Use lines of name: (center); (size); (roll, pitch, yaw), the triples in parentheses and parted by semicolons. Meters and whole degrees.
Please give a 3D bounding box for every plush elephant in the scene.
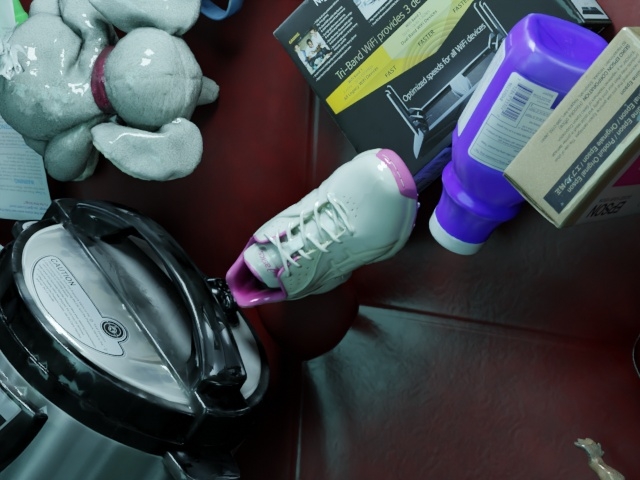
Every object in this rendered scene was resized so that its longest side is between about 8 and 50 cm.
plush elephant: (-0.237, -0.193, 2.108); (0.255, 0.330, 0.272); (9, 93, 13)

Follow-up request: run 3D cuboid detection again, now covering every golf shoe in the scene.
golf shoe: (0.000, 0.000, 1.982); (0.115, 0.140, 0.306); (59, 145, 10)

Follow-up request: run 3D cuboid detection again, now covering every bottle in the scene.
bottle: (0.200, -0.103, 1.869); (0.118, 0.092, 0.283); (17, 131, -12)

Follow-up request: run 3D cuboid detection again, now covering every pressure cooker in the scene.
pressure cooker: (-0.269, 0.171, 2.098); (0.370, 0.375, 0.420); (32, 115, -8)

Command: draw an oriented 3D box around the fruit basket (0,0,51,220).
fruit basket: (-0.484, -0.202, 2.337); (0.327, 0.165, 0.353); (4, 117, 38)

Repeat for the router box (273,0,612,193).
router box: (0.128, -0.234, 1.963); (0.309, 0.081, 0.243); (-42, 74, 29)

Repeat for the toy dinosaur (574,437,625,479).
toy dinosaur: (0.332, 0.342, 1.879); (0.295, 0.127, 0.200); (14, 110, 18)

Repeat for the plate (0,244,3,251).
plate: (-0.530, 0.071, 2.367); (0.278, 0.045, 0.277); (37, 109, 23)

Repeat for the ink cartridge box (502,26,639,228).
ink cartridge box: (0.315, -0.114, 1.765); (0.088, 0.234, 0.193); (47, 118, 20)

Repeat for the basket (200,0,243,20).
basket: (-0.173, -0.429, 2.071); (0.255, 0.201, 0.289); (33, 135, 26)
